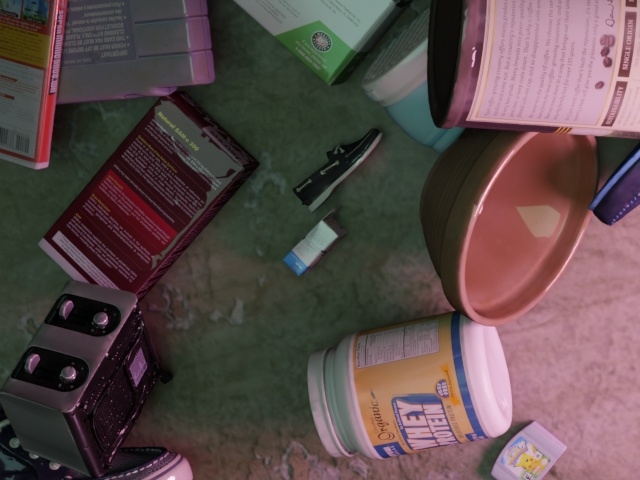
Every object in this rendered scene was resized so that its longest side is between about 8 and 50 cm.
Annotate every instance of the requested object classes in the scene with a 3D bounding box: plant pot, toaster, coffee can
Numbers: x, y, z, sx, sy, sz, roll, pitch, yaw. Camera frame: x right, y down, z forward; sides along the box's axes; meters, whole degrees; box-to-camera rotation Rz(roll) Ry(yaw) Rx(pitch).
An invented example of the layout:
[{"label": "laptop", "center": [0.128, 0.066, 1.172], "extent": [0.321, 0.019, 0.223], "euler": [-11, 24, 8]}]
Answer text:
[{"label": "plant pot", "center": [0.184, -0.038, 1.765], "extent": [0.109, 0.237, 0.237], "euler": [30, 104, 35]}, {"label": "toaster", "center": [-0.263, 0.158, 1.877], "extent": [0.110, 0.186, 0.168], "euler": [16, 57, 19]}, {"label": "coffee can", "center": [0.254, -0.200, 1.618], "extent": [0.275, 0.201, 0.202], "euler": [4, 98, -5]}]

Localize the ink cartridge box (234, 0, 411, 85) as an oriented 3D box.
[{"label": "ink cartridge box", "center": [0.029, -0.303, 1.823], "extent": [0.160, 0.092, 0.219], "euler": [43, 104, 5]}]

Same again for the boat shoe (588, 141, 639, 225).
[{"label": "boat shoe", "center": [0.395, -0.100, 1.751], "extent": [0.089, 0.109, 0.258], "euler": [46, 107, 2]}]

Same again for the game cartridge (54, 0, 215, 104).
[{"label": "game cartridge", "center": [-0.286, -0.269, 1.877], "extent": [0.355, 0.068, 0.230], "euler": [-1, 104, 29]}]

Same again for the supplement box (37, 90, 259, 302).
[{"label": "supplement box", "center": [-0.198, -0.042, 1.921], "extent": [0.130, 0.073, 0.239], "euler": [44, 105, 5]}]

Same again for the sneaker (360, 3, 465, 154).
[{"label": "sneaker", "center": [0.223, -0.235, 1.782], "extent": [0.366, 0.135, 0.150], "euler": [-38, 110, 15]}]

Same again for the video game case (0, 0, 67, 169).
[{"label": "video game case", "center": [-0.377, -0.242, 1.886], "extent": [0.204, 0.025, 0.285], "euler": [17, 108, 25]}]

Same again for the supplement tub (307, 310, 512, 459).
[{"label": "supplement tub", "center": [0.099, 0.161, 1.834], "extent": [0.199, 0.144, 0.144], "euler": [-13, 93, 15]}]

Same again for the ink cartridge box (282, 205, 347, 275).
[{"label": "ink cartridge box", "center": [0.000, 0.000, 1.889], "extent": [0.028, 0.048, 0.083], "euler": [46, 105, 5]}]

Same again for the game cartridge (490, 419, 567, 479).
[{"label": "game cartridge", "center": [0.231, 0.246, 1.878], "extent": [0.056, 0.017, 0.083], "euler": [39, 104, 11]}]

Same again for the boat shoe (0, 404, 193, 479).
[{"label": "boat shoe", "center": [-0.327, 0.257, 1.959], "extent": [0.340, 0.127, 0.158], "euler": [-15, 99, 15]}]

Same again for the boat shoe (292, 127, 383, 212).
[{"label": "boat shoe", "center": [0.020, -0.086, 1.878], "extent": [0.038, 0.046, 0.125], "euler": [45, 113, 1]}]
